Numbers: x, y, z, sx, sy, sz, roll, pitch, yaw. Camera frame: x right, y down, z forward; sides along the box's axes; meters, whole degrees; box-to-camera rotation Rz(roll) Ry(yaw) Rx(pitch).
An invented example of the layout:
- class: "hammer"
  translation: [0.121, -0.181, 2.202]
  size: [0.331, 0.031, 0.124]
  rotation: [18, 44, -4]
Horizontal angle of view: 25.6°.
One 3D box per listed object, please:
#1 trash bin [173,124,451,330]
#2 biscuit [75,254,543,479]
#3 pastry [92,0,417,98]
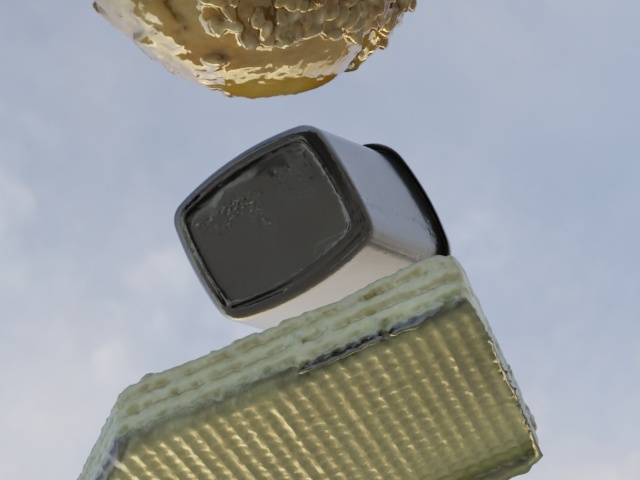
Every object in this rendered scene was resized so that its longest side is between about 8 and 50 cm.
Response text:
- class: "trash bin"
  translation: [0.000, 0.000, 1.396]
  size: [0.209, 0.182, 0.290]
  rotation: [-31, -16, 14]
- class: "biscuit"
  translation: [-0.020, 0.107, 0.734]
  size: [0.252, 0.052, 0.150]
  rotation: [-24, -47, 8]
- class: "pastry"
  translation: [-0.041, -0.252, 1.087]
  size: [0.316, 0.184, 0.284]
  rotation: [33, -97, -33]
